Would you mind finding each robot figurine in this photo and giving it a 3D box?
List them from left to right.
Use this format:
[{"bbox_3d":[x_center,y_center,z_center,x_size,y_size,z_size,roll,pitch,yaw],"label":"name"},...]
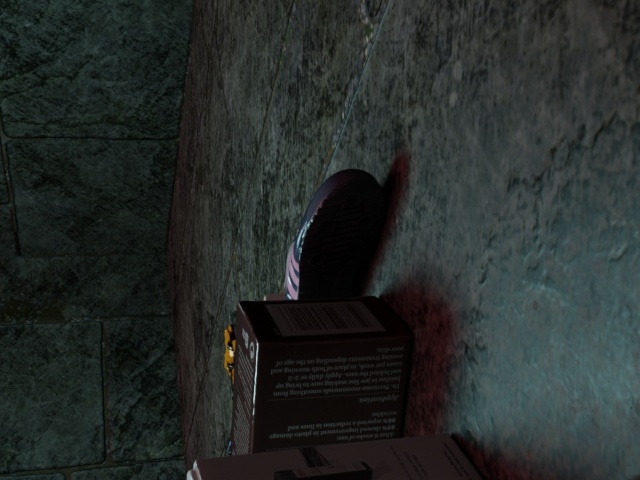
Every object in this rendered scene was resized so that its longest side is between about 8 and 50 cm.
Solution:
[{"bbox_3d":[-0.134,0.257,1.638,0.291,0.085,0.211,-140,51,-68],"label":"robot figurine"}]

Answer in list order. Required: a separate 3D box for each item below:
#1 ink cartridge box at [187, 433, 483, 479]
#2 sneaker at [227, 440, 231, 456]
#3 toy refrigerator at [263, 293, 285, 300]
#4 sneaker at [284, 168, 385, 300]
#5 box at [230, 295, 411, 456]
[{"bbox_3d":[0.012,0.311,0.790,0.114,0.273,0.197,-130,41,-65],"label":"ink cartridge box"},{"bbox_3d":[-0.160,0.492,1.788,0.087,0.083,0.221,-78,-3,-59],"label":"sneaker"},{"bbox_3d":[-0.054,0.204,1.324,0.269,0.102,0.094,107,156,-46],"label":"toy refrigerator"},{"bbox_3d":[0.000,0.000,1.100,0.319,0.112,0.131,108,153,-46],"label":"sneaker"},{"bbox_3d":[-0.010,0.267,1.023,0.143,0.191,0.381,-133,45,-67],"label":"box"}]
